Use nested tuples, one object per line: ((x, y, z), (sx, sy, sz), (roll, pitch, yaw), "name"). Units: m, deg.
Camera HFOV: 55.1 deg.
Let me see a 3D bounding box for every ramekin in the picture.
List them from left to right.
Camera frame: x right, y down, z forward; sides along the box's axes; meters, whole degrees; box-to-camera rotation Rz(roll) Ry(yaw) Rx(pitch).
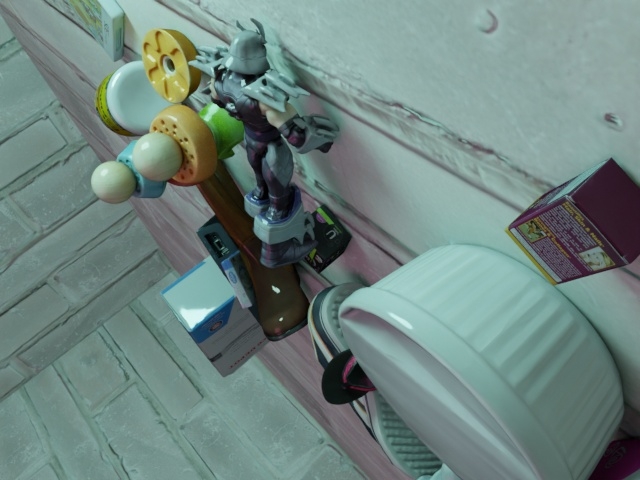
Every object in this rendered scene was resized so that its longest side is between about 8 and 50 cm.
((0.151, 0.123, 0.578), (0.273, 0.127, 0.273), (46, 164, 17), "ramekin")

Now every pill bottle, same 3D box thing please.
((-0.319, -0.237, 1.050), (0.117, 0.117, 0.215), (57, 162, -22), "pill bottle")

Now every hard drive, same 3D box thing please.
((-0.136, 0.058, 1.208), (0.254, 0.054, 0.172), (56, -169, -10), "hard drive")

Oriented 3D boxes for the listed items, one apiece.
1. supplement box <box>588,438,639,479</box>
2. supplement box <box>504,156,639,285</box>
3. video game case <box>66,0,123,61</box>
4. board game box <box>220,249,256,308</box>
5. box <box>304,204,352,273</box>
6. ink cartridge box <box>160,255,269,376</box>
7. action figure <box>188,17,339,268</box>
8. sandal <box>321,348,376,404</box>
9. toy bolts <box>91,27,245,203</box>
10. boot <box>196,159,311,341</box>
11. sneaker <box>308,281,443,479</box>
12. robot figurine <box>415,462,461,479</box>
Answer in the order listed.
((0.320, 0.285, 0.509), (0.220, 0.114, 0.111), (46, 164, 12), "supplement box")
((0.167, -0.009, 0.395), (0.055, 0.043, 0.083), (50, 164, 3), "supplement box")
((-0.416, -0.434, 1.042), (0.227, 0.026, 0.206), (53, 163, -8), "video game case")
((-0.137, 0.066, 1.081), (0.090, 0.020, 0.090), (64, -168, -6), "board game box")
((0.000, 0.000, 0.841), (0.062, 0.052, 0.083), (48, 165, 9), "box")
((-0.209, 0.162, 1.439), (0.129, 0.223, 0.307), (43, 162, 26), "ink cartridge box")
((-0.060, -0.111, 0.688), (0.185, 0.099, 0.285), (45, 152, 41), "action figure")
((0.070, 0.170, 0.828), (0.067, 0.179, 0.040), (56, -159, -2), "sandal")
((-0.234, -0.146, 0.830), (0.218, 0.158, 0.228), (55, 140, 2), "toy bolts")
((-0.114, 0.004, 1.014), (0.280, 0.096, 0.264), (61, -168, -22), "boot")
((0.088, 0.209, 0.940), (0.321, 0.126, 0.127), (63, 158, -4), "sneaker")
((0.228, 0.428, 0.787), (0.300, 0.200, 0.353), (27, 125, 54), "robot figurine")
